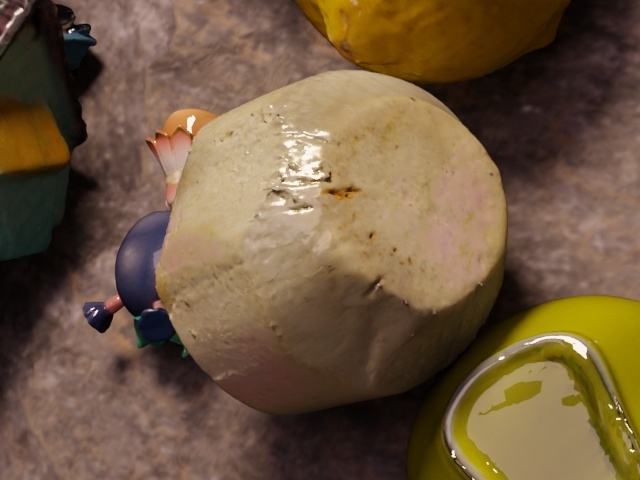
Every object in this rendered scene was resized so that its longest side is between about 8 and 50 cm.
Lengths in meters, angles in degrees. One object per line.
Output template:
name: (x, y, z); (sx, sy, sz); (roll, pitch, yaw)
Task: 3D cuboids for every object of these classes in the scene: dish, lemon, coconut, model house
dish: (0.159, 0.147, 0.866); (0.221, 0.108, 0.262); (-34, 58, 8)
lemon: (0.086, -0.238, 0.998); (0.234, 0.233, 0.288); (14, 63, 28)
coconut: (0.000, 0.004, 0.925); (0.241, 0.241, 0.241); (-9, 65, 21)
model house: (-0.332, -0.141, 1.092); (0.280, 0.230, 0.248); (26, 116, 30)

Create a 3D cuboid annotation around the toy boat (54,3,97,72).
toy boat: (-0.290, -0.222, 1.225); (0.223, 0.100, 0.097); (35, 115, 29)

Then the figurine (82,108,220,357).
figurine: (-0.106, -0.007, 1.059); (0.111, 0.102, 0.195); (-17, 61, 55)
